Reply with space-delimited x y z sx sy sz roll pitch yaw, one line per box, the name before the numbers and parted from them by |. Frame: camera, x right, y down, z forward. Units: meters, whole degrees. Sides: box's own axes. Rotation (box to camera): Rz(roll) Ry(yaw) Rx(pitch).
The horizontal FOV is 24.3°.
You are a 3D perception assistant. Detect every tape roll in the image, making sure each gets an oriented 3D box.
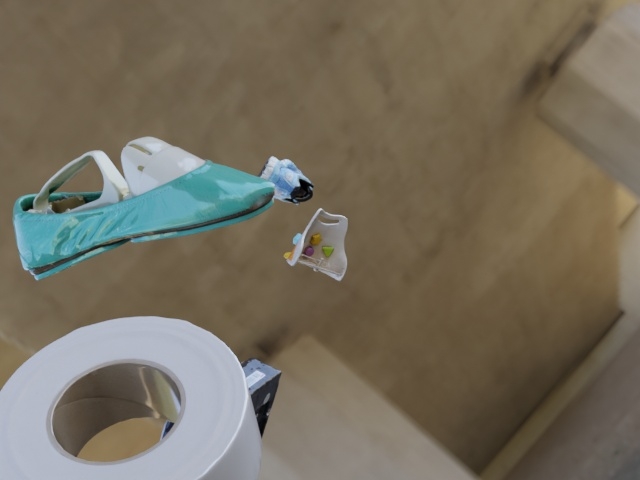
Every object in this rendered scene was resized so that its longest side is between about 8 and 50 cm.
tape roll | -0.209 0.214 1.586 0.286 0.286 0.100 -40 -40 -29

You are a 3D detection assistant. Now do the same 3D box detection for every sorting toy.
sorting toy | 0.000 0.000 1.800 0.083 0.045 0.075 19 -81 -42

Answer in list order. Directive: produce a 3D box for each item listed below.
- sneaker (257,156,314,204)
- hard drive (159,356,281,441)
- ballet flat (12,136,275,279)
sneaker | -0.045 -0.073 2.104 0.063 0.073 0.162 -58 -8 7
hard drive | -0.170 0.348 2.049 0.237 0.064 0.338 -31 -39 -60
ballet flat | -0.154 -0.035 1.183 0.247 0.087 0.083 -15 12 30
